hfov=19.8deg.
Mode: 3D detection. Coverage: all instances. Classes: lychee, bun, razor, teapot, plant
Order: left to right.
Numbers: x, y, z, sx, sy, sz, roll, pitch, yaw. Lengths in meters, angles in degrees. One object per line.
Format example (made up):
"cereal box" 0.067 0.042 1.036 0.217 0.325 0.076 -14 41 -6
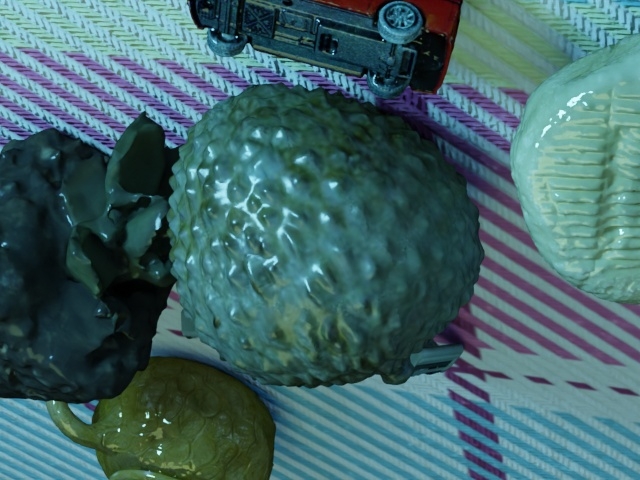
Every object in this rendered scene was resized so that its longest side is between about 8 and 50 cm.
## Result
"plant" -0.217 0.020 1.617 0.312 0.215 0.213 -16 132 38
"teapot" -0.165 0.230 1.955 0.311 0.167 0.203 35 144 -25
"razor" -0.009 0.086 1.776 0.278 0.056 0.111 8 -177 25
"lychee" 0.000 0.000 1.476 0.255 0.255 0.274 -25 98 47
"bun" 0.249 -0.060 1.343 0.220 0.134 0.220 0 123 0

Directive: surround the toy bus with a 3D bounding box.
"toy bus" 0.004 -0.173 1.329 0.195 0.089 0.081 15 147 3
